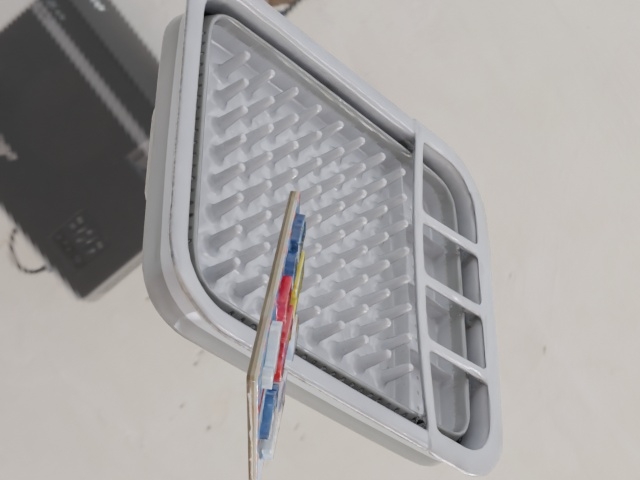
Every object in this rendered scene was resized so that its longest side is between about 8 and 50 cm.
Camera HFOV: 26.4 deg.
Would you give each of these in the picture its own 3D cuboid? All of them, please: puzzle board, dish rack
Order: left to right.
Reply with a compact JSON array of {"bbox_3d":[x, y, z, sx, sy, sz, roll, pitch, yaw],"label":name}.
[{"bbox_3d":[-0.021,0.052,0.692,0.011,0.128,0.096,7,-45,5],"label":"puzzle board"},{"bbox_3d":[0.000,0.000,0.946,0.072,0.286,0.333,-25,-42,33],"label":"dish rack"}]
